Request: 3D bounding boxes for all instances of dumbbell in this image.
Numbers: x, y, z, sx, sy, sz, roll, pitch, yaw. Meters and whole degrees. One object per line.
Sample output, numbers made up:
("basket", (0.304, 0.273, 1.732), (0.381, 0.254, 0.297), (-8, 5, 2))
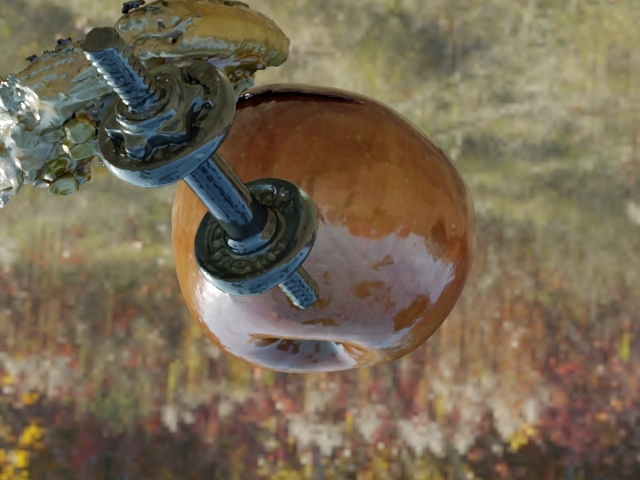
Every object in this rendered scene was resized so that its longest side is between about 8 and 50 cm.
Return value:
("dumbbell", (-0.060, -0.033, 0.858), (0.081, 0.082, 0.254), (0, 148, 29))

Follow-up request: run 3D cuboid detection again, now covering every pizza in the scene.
("pizza", (-0.127, -0.079, 0.929), (0.226, 0.069, 0.147), (-26, 171, 7))

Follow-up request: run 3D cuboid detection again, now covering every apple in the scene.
("apple", (0.000, 0.000, 1.241), (0.251, 0.206, 0.272), (22, 158, -21))
